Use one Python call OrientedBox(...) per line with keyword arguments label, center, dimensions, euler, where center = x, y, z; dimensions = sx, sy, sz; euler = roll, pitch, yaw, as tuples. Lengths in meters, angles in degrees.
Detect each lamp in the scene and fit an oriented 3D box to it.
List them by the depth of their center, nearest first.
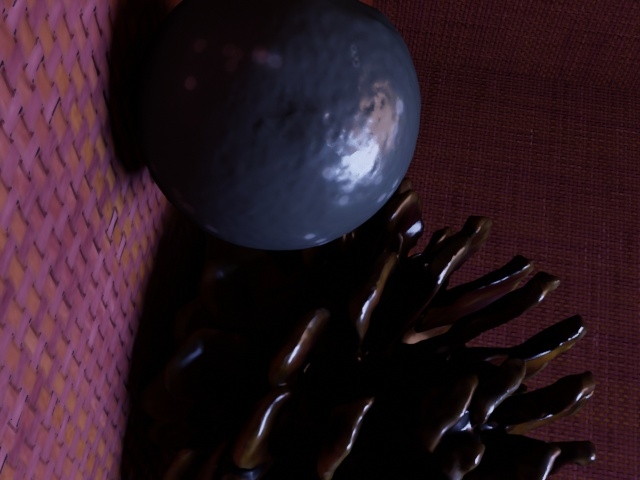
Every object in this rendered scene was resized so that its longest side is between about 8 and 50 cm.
OrientedBox(label="lamp", center=(-0.021, -0.094, 0.642), dimensions=(0.314, 0.182, 0.181), euler=(-61, 160, -79))

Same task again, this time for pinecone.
OrientedBox(label="pinecone", center=(0.059, 0.136, 0.786), dimensions=(0.398, 0.398, 0.397), euler=(9, 90, -86))

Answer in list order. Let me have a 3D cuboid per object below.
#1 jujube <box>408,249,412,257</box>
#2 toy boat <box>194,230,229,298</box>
OrientedBox(label="jujube", center=(0.000, 0.000, 1.065), dimensions=(0.213, 0.213, 0.232), euler=(72, 24, -82))
OrientedBox(label="toy boat", center=(-0.057, -0.060, 0.910), dimensions=(0.141, 0.099, 0.317), euler=(34, 56, -39))
